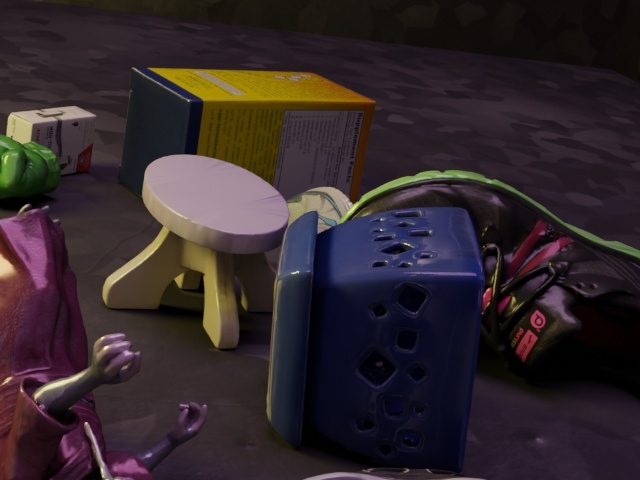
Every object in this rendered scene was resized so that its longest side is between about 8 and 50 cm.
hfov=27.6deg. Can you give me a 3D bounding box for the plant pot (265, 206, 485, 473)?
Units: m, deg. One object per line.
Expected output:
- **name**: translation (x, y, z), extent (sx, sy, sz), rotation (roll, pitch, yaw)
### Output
- **plant pot**: translation (0.054, 0.095, 1.412), extent (0.212, 0.235, 0.236), rotation (5, 19, 1)

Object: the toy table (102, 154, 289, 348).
- **toy table**: translation (-0.140, 0.011, 1.650), extent (0.252, 0.160, 0.274), rotation (7, 20, -11)

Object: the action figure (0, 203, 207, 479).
- **action figure**: translation (-0.259, 0.149, 1.146), extent (0.276, 0.248, 0.370), rotation (-24, 51, 0)

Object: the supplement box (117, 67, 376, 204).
- **supplement box**: translation (-0.118, -0.161, 2.105), extent (0.357, 0.194, 0.195), rotation (-3, 23, -36)

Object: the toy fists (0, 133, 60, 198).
- **toy fists**: translation (-0.529, -0.131, 1.960), extent (0.279, 0.096, 0.142), rotation (22, 23, 28)

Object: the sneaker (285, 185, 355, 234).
- **sneaker**: translation (0.000, 0.000, 1.840), extent (0.122, 0.110, 0.283), rotation (-5, 23, -29)

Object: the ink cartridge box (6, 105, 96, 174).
- **ink cartridge box**: translation (-0.429, -0.155, 2.072), extent (0.056, 0.099, 0.135), rotation (24, 24, 33)

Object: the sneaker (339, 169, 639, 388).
- **sneaker**: translation (0.249, 0.056, 1.642), extent (0.483, 0.185, 0.202), rotation (17, 32, -2)

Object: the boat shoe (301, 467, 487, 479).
- **boat shoe**: translation (0.060, 0.245, 1.218), extent (0.229, 0.080, 0.076), rotation (-1, 4, -22)
